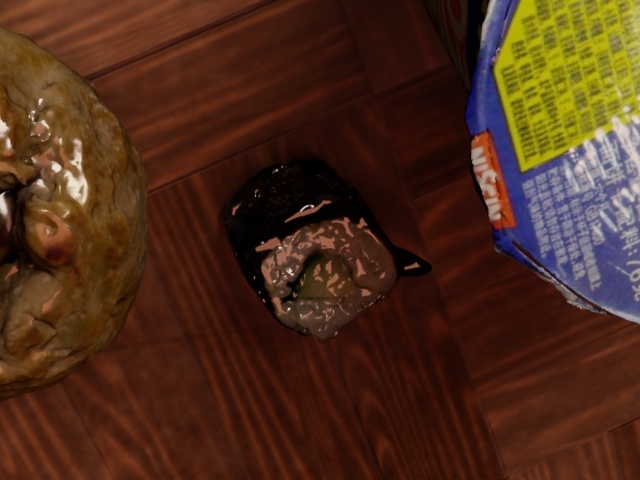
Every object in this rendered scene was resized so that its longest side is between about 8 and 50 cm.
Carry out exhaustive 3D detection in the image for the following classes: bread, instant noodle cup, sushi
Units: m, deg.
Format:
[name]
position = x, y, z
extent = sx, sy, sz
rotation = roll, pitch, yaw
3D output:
[bread]
position = -0.201, -0.002, 0.843
extent = 0.230, 0.123, 0.230
rotation = -8, 123, -13
[instant noodle cup]
position = 0.155, -0.148, 0.761
extent = 0.284, 0.312, 0.284
rotation = -7, 121, -13
[sushi]
position = -0.002, 0.000, 0.930
extent = 0.098, 0.084, 0.094
rotation = -33, 120, -4
